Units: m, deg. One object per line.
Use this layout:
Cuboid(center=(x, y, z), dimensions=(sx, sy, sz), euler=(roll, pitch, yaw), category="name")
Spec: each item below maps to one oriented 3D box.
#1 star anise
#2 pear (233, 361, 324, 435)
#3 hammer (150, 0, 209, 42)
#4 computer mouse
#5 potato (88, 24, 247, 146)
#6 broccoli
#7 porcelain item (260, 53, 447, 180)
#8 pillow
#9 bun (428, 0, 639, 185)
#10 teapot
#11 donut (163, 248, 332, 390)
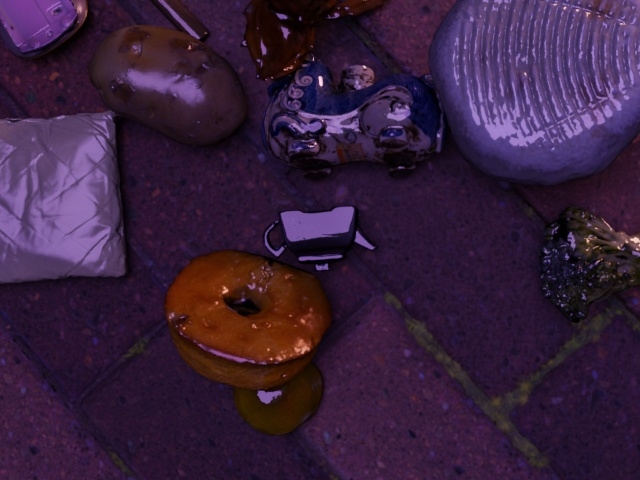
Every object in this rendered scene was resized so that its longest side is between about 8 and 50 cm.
Cuboid(center=(-0.003, -0.380, 1.718), dimensions=(0.346, 0.237, 0.148), euler=(-40, 92, -19), category="star anise")
Cuboid(center=(-0.068, 0.231, 1.726), dimensions=(0.141, 0.104, 0.141), euler=(0, 90, 8), category="pear")
Cuboid(center=(-0.320, -0.455, 1.838), dimensions=(0.365, 0.043, 0.111), euler=(45, 72, 5), category="hammer")
Cuboid(center=(-0.505, -0.442, 1.859), dimensions=(0.158, 0.072, 0.310), euler=(-34, 79, 3), category="computer mouse")
Cuboid(center=(-0.236, -0.247, 1.766), dimensions=(0.262, 0.165, 0.165), euler=(20, 89, 4), category="potato")
Cuboid(center=(0.473, 0.042, 1.648), dimensions=(0.304, 0.145, 0.165), euler=(1, 47, 0), category="broccoli")
Cuboid(center=(0.051, -0.197, 1.733), dimensions=(0.288, 0.138, 0.186), euler=(-4, 68, 13), category="porcelain item")
Cuboid(center=(-0.454, -0.067, 1.818), dimensions=(0.281, 0.076, 0.274), euler=(-4, 87, 4), category="pillow")
Cuboid(center=(0.336, -0.248, 1.647), dimensions=(0.355, 0.194, 0.354), euler=(-1, 84, 10), category="bun")
Cuboid(center=(0.000, 0.000, 1.736), dimensions=(0.177, 0.087, 0.096), euler=(-4, 87, 4), category="teapot")
Cuboid(center=(-0.110, 0.115, 1.683), dimensions=(0.254, 0.253, 0.118), euler=(11, 129, 10), category="donut")
